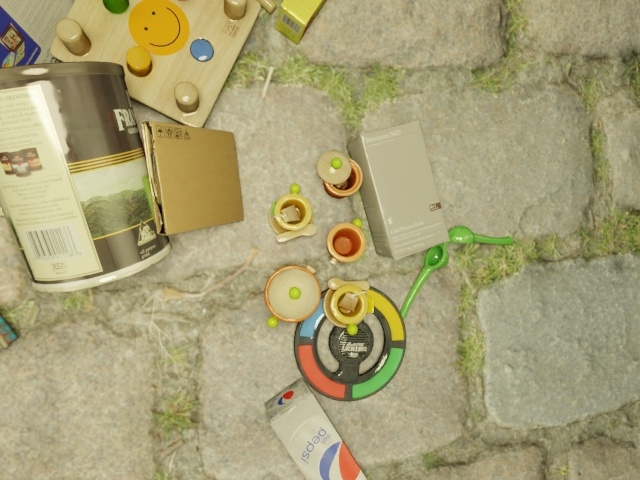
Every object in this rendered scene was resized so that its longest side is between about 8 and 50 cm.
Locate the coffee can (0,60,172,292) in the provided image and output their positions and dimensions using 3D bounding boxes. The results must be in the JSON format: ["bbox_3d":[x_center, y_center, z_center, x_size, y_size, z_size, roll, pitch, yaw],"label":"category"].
[{"bbox_3d":[-0.350,-0.093,0.603,0.201,0.201,0.276,-13,110,-14],"label":"coffee can"}]

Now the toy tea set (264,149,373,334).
[{"bbox_3d":[0.000,0.000,0.748,0.199,0.124,0.336,0,81,-8],"label":"toy tea set"}]

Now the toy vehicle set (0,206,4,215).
[{"bbox_3d":[-0.547,-0.123,0.671,0.266,0.035,0.166,1,90,-14],"label":"toy vehicle set"}]

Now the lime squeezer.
[{"bbox_3d":[0.267,0.036,0.880,0.310,0.059,0.110,-32,128,-13],"label":"lime squeezer"}]

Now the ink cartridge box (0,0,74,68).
[{"bbox_3d":[-0.426,-0.315,0.529,0.069,0.371,0.176,28,83,-11],"label":"ink cartridge box"}]

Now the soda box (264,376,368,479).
[{"bbox_3d":[0.010,0.407,0.784,0.091,0.098,0.286,-32,97,-12],"label":"soda box"}]

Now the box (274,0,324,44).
[{"bbox_3d":[0.002,-0.489,0.785,0.058,0.087,0.232,34,81,-12],"label":"box"}]

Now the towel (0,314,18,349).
[{"bbox_3d":[-0.666,0.063,0.582,0.271,0.040,0.370,-28,112,-6],"label":"towel"}]

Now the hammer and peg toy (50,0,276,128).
[{"bbox_3d":[-0.234,-0.395,0.702,0.265,0.127,0.361,27,84,-13],"label":"hammer and peg toy"}]

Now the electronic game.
[{"bbox_3d":[0.061,0.197,0.821,0.229,0.048,0.229,0,90,-15],"label":"electronic game"}]

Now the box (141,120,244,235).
[{"bbox_3d":[-0.196,-0.101,0.687,0.021,0.201,0.165,-3,98,23],"label":"box"}]

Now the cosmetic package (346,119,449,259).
[{"bbox_3d":[0.148,-0.097,0.815,0.127,0.107,0.238,-19,98,-11],"label":"cosmetic package"}]
